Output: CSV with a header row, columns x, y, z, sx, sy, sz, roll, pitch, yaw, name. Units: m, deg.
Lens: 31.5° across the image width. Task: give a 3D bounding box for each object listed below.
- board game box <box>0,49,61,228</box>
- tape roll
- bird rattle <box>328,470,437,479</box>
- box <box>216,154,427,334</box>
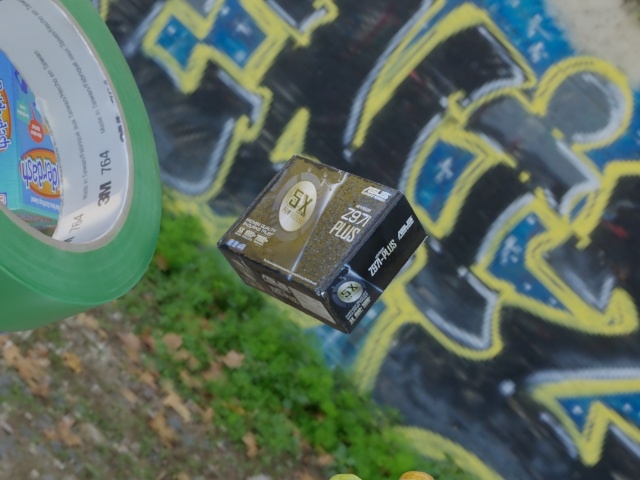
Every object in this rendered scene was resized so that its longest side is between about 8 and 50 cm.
x,y,z,sx,sy,sz,roll,pitch,yaw,name
-0.327,-0.126,1.254,0.160,0.047,0.210,29,56,-81,board game box
-0.245,-0.092,0.877,0.321,0.077,0.321,51,28,-41,tape roll
0.074,0.315,0.988,0.207,0.143,0.254,-48,136,-69,bird rattle
0.000,0.000,1.252,0.180,0.147,0.077,24,-24,43,box
